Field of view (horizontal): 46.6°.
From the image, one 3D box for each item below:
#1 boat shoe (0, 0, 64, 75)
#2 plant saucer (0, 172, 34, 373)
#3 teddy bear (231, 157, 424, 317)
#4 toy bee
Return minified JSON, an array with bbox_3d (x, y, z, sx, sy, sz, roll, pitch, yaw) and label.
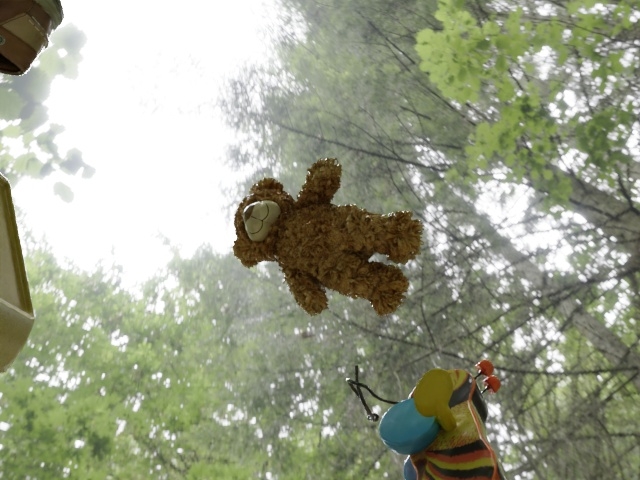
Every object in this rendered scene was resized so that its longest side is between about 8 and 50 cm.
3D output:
[{"bbox_3d":[-0.452,-0.259,0.801,0.324,0.123,0.116,12,-109,-1],"label":"boat shoe"},{"bbox_3d":[-0.482,-0.012,0.994,0.081,0.333,0.333,-17,-108,-4],"label":"plant saucer"},{"bbox_3d":[0.000,0.000,1.192,0.338,0.113,0.245,36,-67,17],"label":"teddy bear"},{"bbox_3d":[0.145,0.201,0.844,0.162,0.298,0.195,-30,-43,-3],"label":"toy bee"}]
